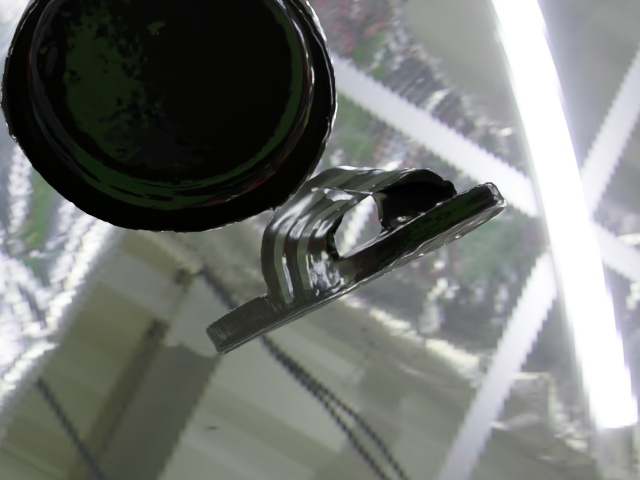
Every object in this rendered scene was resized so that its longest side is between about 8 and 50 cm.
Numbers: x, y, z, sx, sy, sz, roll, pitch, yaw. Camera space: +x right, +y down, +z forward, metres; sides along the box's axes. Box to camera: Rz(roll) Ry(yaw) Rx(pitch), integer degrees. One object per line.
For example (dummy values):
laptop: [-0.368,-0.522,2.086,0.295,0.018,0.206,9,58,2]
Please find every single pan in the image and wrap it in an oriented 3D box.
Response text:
pan: [-0.065,-0.093,0.636,0.115,0.040,0.212,-15,-55,6]

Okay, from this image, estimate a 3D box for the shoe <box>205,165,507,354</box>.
shoe: [0.000,0.000,0.775,0.071,0.179,0.049,-26,-92,-35]
